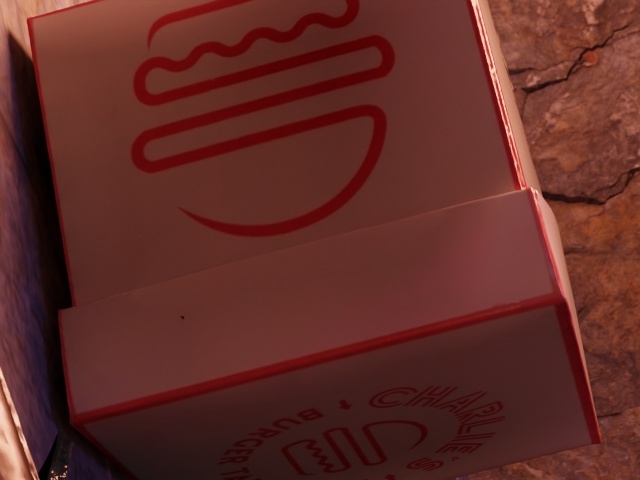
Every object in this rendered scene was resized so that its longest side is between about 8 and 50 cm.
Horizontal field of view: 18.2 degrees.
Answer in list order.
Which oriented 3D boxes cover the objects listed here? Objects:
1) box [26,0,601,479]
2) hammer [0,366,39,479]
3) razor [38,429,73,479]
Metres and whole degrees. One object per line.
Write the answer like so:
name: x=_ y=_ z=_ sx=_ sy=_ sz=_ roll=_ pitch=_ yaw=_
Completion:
box: x=0.000 y=0.000 z=1.359 sx=0.314 sy=0.312 sz=0.300 roll=61 pitch=14 yaw=-65
hammer: x=-0.120 y=0.017 z=0.564 sx=0.242 sy=0.095 sz=0.408 roll=14 pitch=53 yaw=-53
razor: x=-0.134 y=0.200 z=1.091 sx=0.066 sy=0.033 sz=0.190 roll=-89 pitch=169 yaw=-63
